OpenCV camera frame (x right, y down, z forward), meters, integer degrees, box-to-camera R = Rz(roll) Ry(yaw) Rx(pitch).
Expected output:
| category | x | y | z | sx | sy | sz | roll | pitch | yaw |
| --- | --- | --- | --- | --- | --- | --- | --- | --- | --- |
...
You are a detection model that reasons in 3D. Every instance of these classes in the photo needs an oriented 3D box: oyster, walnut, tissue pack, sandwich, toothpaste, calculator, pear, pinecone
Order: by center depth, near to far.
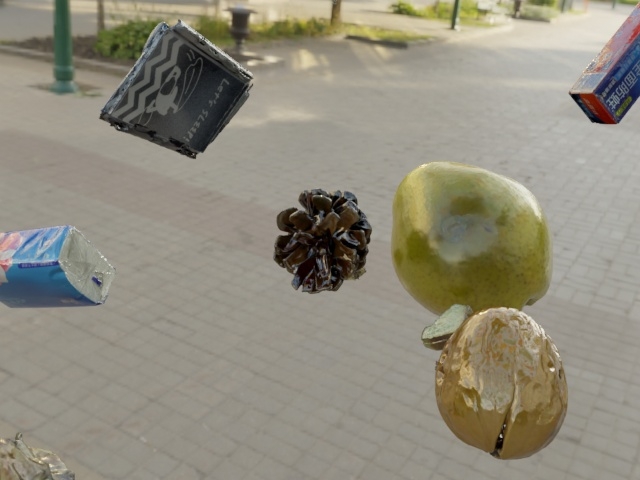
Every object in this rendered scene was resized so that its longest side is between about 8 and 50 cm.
| category | x | y | z | sx | sy | sz | roll | pitch | yaw |
| --- | --- | --- | --- | --- | --- | --- | --- | --- | --- |
| walnut | 0.227 | 0.162 | 0.925 | 0.167 | 0.087 | 0.211 | -2 | 54 | 11 |
| oyster | -0.322 | 0.380 | 0.955 | 0.107 | 0.201 | 0.354 | -33 | 57 | -5 |
| calculator | -0.188 | -0.201 | 1.029 | 0.028 | 0.165 | 0.274 | 41 | 7 | 16 |
| toothpaste | 0.534 | -0.333 | 1.186 | 0.076 | 0.320 | 0.066 | 41 | -5 | -23 |
| sandwich | 0.243 | 0.166 | 1.391 | 0.105 | 0.035 | 0.093 | -22 | 26 | 31 |
| pinecone | -0.001 | 0.001 | 1.464 | 0.202 | 0.229 | 0.201 | 35 | 39 | 2 |
| pear | 0.300 | -0.013 | 1.525 | 0.386 | 0.340 | 0.191 | 51 | 4 | 24 |
| tissue pack | -0.645 | 0.073 | 1.690 | 0.270 | 0.209 | 0.137 | -4 | 56 | 17 |

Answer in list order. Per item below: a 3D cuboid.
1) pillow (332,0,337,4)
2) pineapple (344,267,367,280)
| category | x | y | z | sx | sy | sz | roll | pitch | yaw |
| --- | --- | --- | --- | --- | --- | --- | --- | --- | --- |
| pillow | 0.069 | -0.693 | 1.754 | 0.050 | 0.148 | 0.230 | 4 | -19 | -18 |
| pineapple | 0.057 | 0.067 | 1.659 | 0.114 | 0.077 | 0.114 | 0 | 12 | -42 |
